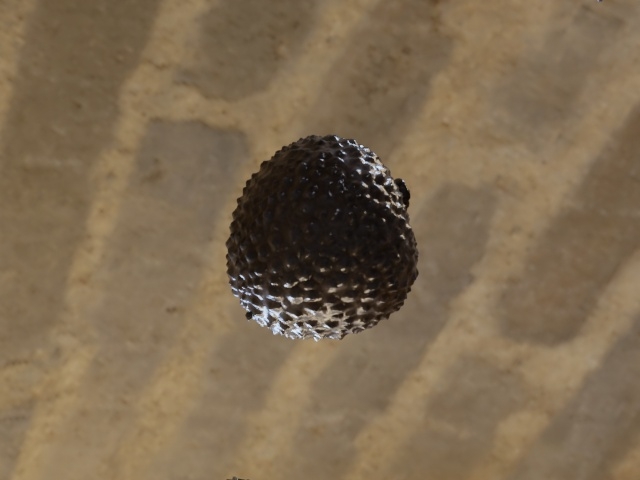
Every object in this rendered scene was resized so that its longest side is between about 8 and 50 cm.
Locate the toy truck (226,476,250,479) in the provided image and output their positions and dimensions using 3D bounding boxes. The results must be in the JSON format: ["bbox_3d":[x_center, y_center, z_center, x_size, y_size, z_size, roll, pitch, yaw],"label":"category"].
[{"bbox_3d":[-0.071,0.395,1.772,0.305,0.136,0.162,-157,79,-82],"label":"toy truck"}]

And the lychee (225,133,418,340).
[{"bbox_3d":[0.000,-0.006,1.991,0.300,0.300,0.300,-50,-19,-24],"label":"lychee"}]
